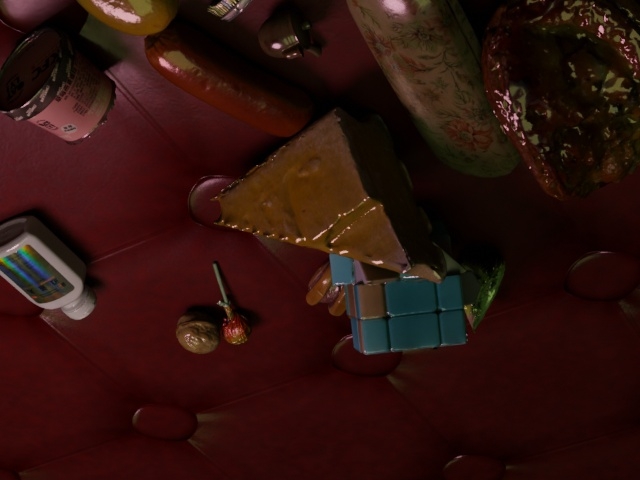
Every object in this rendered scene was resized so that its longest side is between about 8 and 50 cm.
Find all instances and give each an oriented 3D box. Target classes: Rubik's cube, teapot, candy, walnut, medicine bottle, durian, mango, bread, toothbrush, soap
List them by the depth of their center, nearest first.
[{"bbox_3d":[-0.041,-0.408,1.638,0.042,0.035,0.413,29,144,-22],"label":"toothbrush"},{"bbox_3d":[-0.289,-0.369,1.707,0.130,0.092,0.194,-27,126,30],"label":"mango"},{"bbox_3d":[-0.039,-0.291,1.799,0.080,0.085,0.110,-17,154,22],"label":"teapot"},{"bbox_3d":[0.000,0.000,1.940,0.338,0.305,0.169,-34,156,33],"label":"soap"},{"bbox_3d":[0.150,0.076,2.050,0.265,0.213,0.224,-5,179,-7],"label":"Rubik's cube"},{"bbox_3d":[0.293,0.080,2.173,0.086,0.100,0.215,0,144,-3],"label":"durian"},{"bbox_3d":[-0.497,0.056,2.187,0.121,0.083,0.229,-22,134,20],"label":"medicine bottle"},{"bbox_3d":[0.091,0.098,2.215,0.225,0.081,0.134,13,135,-11],"label":"bread"},{"bbox_3d":[-0.175,0.117,2.277,0.060,0.060,0.201,-8,128,10],"label":"candy"},{"bbox_3d":[-0.233,0.176,2.308,0.092,0.092,0.092,1,138,1],"label":"walnut"}]

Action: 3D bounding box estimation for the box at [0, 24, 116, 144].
[{"bbox_3d":[-0.396,-0.228,1.831,0.151,0.151,0.135,-26,141,27],"label":"box"}]

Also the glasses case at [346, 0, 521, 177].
[{"bbox_3d":[0.178,-0.248,1.802,0.156,0.098,0.425,4,145,37],"label":"glasses case"}]

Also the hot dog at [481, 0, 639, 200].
[{"bbox_3d":[0.389,-0.217,1.780,0.267,0.174,0.387,-36,129,4],"label":"hot dog"}]

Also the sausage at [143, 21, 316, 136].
[{"bbox_3d":[-0.136,-0.237,1.852,0.300,0.083,0.089,27,120,-27],"label":"sausage"}]
